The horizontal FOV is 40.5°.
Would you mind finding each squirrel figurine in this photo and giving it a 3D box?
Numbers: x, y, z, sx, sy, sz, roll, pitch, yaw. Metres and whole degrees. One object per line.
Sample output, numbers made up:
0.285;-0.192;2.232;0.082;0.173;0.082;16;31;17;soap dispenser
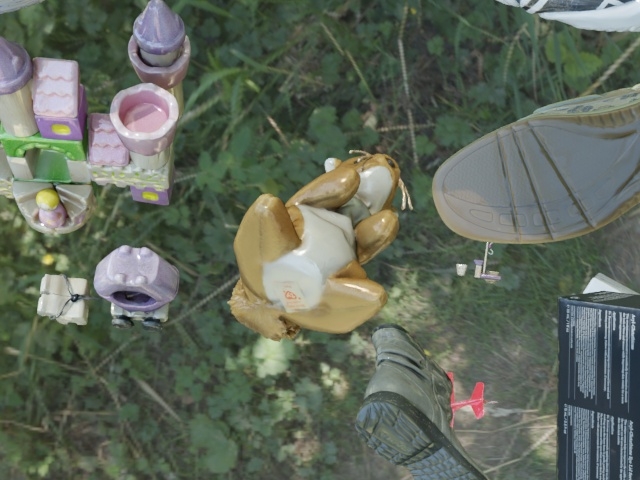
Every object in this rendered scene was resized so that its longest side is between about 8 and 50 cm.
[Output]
0.000;0.000;1.666;0.281;0.370;0.397;34;136;-3;squirrel figurine

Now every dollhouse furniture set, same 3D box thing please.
0.332;0.040;1.783;0.091;0.114;0.081;7;83;15;dollhouse furniture set

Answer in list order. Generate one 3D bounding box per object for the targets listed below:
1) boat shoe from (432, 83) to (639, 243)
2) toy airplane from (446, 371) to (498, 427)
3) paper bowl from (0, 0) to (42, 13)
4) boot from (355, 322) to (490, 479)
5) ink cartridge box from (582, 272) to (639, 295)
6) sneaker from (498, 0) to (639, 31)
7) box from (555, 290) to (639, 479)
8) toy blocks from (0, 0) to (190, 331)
0.234;-0.071;0.719;0.285;0.089;0.105;-15;99;16;boat shoe
0.248;0.304;1.585;0.151;0.028;0.151;-22;47;26;toy airplane
-0.318;-0.342;0.774;0.284;0.148;0.284;1;86;-13;paper bowl
0.137;0.211;0.969;0.083;0.161;0.246;-31;108;27;boot
0.542;0.148;1.628;0.128;0.176;0.127;31;103;19;ink cartridge box
0.112;-0.279;0.530;0.365;0.137;0.210;25;129;6;sneaker
0.388;0.202;1.048;0.184;0.103;0.261;7;99;55;box
-0.274;-0.105;0.843;0.288;0.260;0.309;4;65;-5;toy blocks
